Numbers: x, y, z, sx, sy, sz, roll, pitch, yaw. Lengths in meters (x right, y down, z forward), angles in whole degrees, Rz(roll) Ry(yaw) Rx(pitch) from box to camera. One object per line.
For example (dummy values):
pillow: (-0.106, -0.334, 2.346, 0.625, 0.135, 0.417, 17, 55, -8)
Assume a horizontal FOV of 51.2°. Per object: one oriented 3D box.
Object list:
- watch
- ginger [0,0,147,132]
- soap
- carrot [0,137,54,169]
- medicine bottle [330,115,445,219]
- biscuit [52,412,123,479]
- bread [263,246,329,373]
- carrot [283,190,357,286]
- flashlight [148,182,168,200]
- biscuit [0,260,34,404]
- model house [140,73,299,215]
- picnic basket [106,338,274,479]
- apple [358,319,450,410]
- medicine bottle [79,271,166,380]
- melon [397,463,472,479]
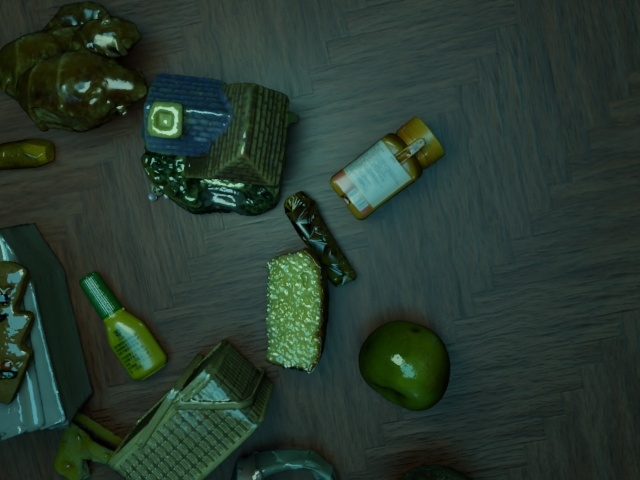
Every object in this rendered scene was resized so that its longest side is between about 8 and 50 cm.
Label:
watch: (-0.081, 0.577, 1.459, 0.241, 0.162, 0.253, 13, 99, -11)
ginger: (-0.492, -0.344, 1.347, 0.358, 0.152, 0.274, 35, 74, 34)
soap: (-0.702, 0.187, 1.412, 0.351, 0.213, 0.434, -10, 94, 6)
carrot: (-0.740, -0.180, 1.458, 0.315, 0.066, 0.066, -4, 95, 6)
medicine bottle: (0.135, -0.147, 1.366, 0.222, 0.149, 0.112, -38, 92, 5)
biscuit: (-0.513, 0.482, 1.487, 0.174, 0.039, 0.183, 30, 113, 8)
bread: (-0.043, 0.139, 1.413, 0.129, 0.134, 0.260, 4, 95, 13)
carrot: (-0.001, 0.001, 1.431, 0.069, 0.069, 0.228, -31, 94, 5)
flashlight: (-0.358, -0.142, 1.453, 0.052, 0.031, 0.110, -8, 95, 4)
biscuit: (-0.654, 0.175, 1.283, 0.278, 0.043, 0.301, -26, 92, 5)
model house: (-0.212, -0.184, 1.314, 0.322, 0.266, 0.261, 7, 88, -3)
picnic basket: (-0.265, 0.371, 1.399, 0.313, 0.228, 0.175, -44, 94, 7)
apple: (0.178, 0.256, 1.386, 0.197, 0.196, 0.156, 30, 61, 0)
medicine bottle: (-0.442, 0.186, 1.471, 0.095, 0.064, 0.260, -33, 93, 11)
melon: (0.256, 0.620, 1.386, 0.238, 0.237, 0.301, -18, 99, 5)
